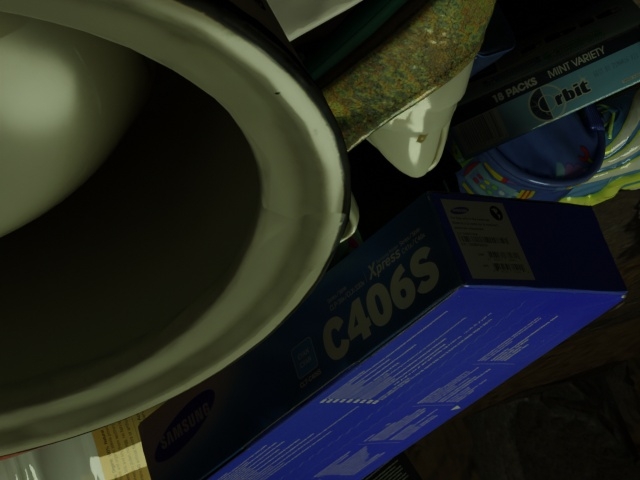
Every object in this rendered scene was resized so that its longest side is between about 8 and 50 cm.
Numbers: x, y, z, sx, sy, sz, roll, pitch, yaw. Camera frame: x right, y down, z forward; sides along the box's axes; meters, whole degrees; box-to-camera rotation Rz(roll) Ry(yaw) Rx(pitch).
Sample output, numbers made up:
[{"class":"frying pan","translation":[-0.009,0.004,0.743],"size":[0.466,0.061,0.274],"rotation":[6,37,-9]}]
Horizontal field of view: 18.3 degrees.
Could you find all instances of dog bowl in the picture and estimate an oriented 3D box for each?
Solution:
[{"class":"dog bowl","translation":[-0.199,-0.050,0.808],"size":[0.408,0.150,0.408],"rotation":[-8,150,-5]}]

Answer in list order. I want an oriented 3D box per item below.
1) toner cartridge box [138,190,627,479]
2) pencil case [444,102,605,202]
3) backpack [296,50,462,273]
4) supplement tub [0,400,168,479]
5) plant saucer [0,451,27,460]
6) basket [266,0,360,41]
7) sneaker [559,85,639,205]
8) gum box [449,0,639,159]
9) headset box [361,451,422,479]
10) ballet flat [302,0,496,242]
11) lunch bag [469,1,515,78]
[{"class":"toner cartridge box","translation":[0.035,0.087,1.401],"size":[0.165,0.075,0.348],"rotation":[6,146,-41]},{"class":"pencil case","translation":[0.142,-0.051,1.697],"size":[0.133,0.119,0.306],"rotation":[-15,166,-20]},{"class":"backpack","translation":[0.017,-0.040,1.421],"size":[0.144,0.166,0.188],"rotation":[-19,164,-5]},{"class":"supplement tub","translation":[-0.149,0.113,1.637],"size":[0.316,0.228,0.228],"rotation":[-19,167,-15]},{"class":"plant saucer","translation":[-0.321,0.068,1.290],"size":[0.259,0.048,0.258],"rotation":[-18,132,-1]},{"class":"basket","translation":[-0.059,-0.148,0.977],"size":[0.167,0.103,0.113],"rotation":[-28,166,23]},{"class":"sneaker","translation":[0.233,-0.074,1.826],"size":[0.126,0.091,0.240],"rotation":[-8,162,-47]},{"class":"gum box","translation":[0.165,-0.125,1.445],"size":[0.157,0.041,0.184],"rotation":[-24,-167,7]},{"class":"headset box","translation":[-0.083,0.191,1.997],"size":[0.246,0.283,0.131],"rotation":[-32,180,42]},{"class":"ballet flat","translation":[0.005,-0.063,1.205],"size":[0.348,0.123,0.123],"rotation":[-37,163,22]},{"class":"lunch bag","translation":[0.072,-0.138,1.254],"size":[0.065,0.098,0.067],"rotation":[-27,175,34]}]
